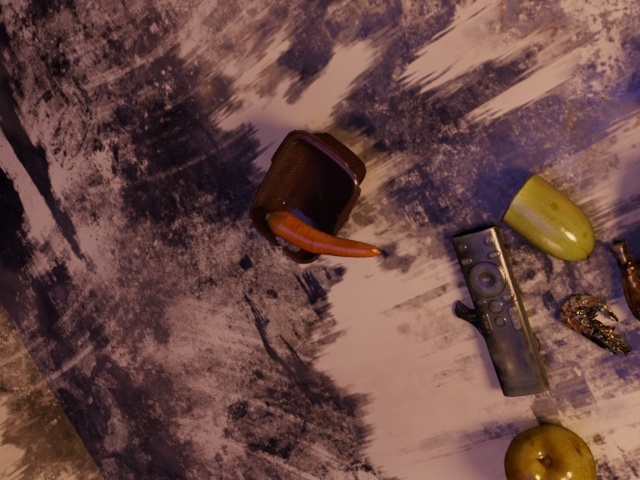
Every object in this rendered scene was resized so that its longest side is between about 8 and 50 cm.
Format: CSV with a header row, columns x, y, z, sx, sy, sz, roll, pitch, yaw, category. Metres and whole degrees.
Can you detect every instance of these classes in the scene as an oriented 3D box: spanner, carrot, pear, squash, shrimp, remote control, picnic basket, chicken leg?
x,y,z,sx,sy,sz,roll,pitch,yaw,category
0.371,0.216,1.695,0.208,0.012,0.046,50,127,4,spanner
0.000,0.000,1.663,0.271,0.066,0.062,24,165,14,carrot
0.489,0.487,1.626,0.199,0.200,0.200,12,115,28,pear
0.450,-0.029,1.480,0.186,0.123,0.123,42,125,12,squash
0.562,0.171,1.542,0.161,0.034,0.091,37,123,15,shrimp
0.385,0.155,1.634,0.107,0.044,0.378,-16,99,25,remote control
-0.014,-0.109,1.730,0.222,0.129,0.297,40,126,10,picnic basket
0.612,0.082,1.460,0.178,0.070,0.093,64,153,9,chicken leg
